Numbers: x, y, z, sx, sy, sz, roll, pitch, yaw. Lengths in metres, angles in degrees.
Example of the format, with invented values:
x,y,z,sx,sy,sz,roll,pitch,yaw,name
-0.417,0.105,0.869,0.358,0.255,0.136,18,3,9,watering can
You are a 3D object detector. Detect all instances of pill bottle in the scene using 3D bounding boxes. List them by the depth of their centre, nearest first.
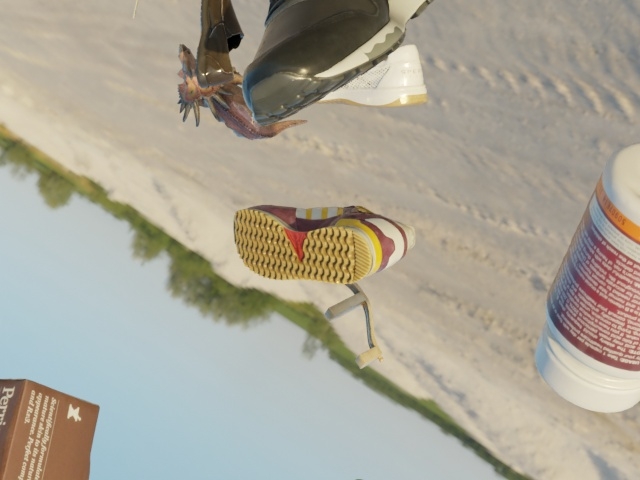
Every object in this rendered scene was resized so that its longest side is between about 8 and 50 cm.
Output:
x,y,z,sx,sy,sz,roll,pitch,yaw,name
0.475,0.066,1.568,0.224,0.224,0.392,32,133,20,pill bottle

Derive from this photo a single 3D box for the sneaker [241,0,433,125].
x,y,z,sx,sy,sz,roll,pitch,yaw,name
0.000,-0.181,0.700,0.107,0.283,0.124,-25,109,35,sneaker

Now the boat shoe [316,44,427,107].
x,y,z,sx,sy,sz,roll,pitch,yaw,name
0.028,-0.236,1.414,0.277,0.096,0.098,8,-164,39,boat shoe

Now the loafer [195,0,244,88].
x,y,z,sx,sy,sz,roll,pitch,yaw,name
-0.174,-0.372,1.843,0.078,0.219,0.080,4,168,1,loafer

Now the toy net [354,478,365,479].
x,y,z,sx,sy,sz,roll,pitch,yaw,name
0.066,0.404,1.435,0.122,0.045,0.232,34,151,3,toy net

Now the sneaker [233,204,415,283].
x,y,z,sx,sy,sz,roll,pitch,yaw,name
0.000,0.000,0.955,0.186,0.069,0.084,13,-159,42,sneaker

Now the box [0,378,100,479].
x,y,z,sx,sy,sz,roll,pitch,yaw,name
-0.465,0.274,1.238,0.382,0.191,0.143,-5,155,28,box

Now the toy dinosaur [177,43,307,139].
x,y,z,sx,sy,sz,roll,pitch,yaw,name
-0.171,-0.258,2.005,0.296,0.127,0.200,29,-168,-13,toy dinosaur

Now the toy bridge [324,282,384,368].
x,y,z,sx,sy,sz,roll,pitch,yaw,name
0.037,0.094,1.476,0.188,0.063,0.026,56,152,16,toy bridge

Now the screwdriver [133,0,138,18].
x,y,z,sx,sy,sz,roll,pitch,yaw,name
-0.309,-0.469,1.786,0.025,0.169,0.024,15,-177,-35,screwdriver
